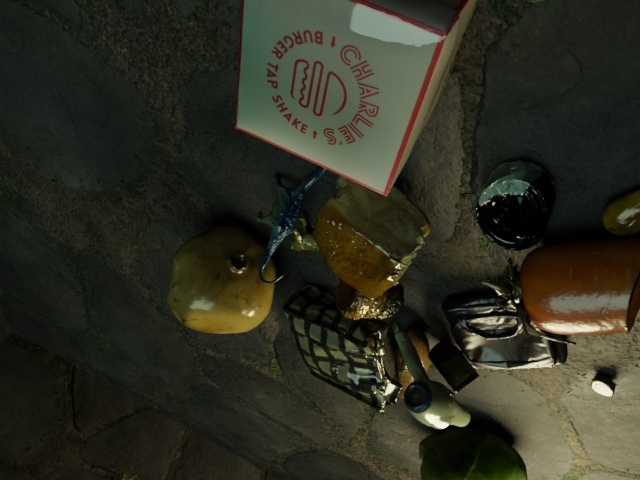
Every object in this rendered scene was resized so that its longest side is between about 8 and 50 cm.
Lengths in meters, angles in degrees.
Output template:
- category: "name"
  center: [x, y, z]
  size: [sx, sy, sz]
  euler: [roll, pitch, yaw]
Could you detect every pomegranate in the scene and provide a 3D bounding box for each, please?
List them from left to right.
- category: "pomegranate"
  center: [-0.287, 0.126, 1.590]
  size: [0.332, 0.333, 0.333]
  euler: [18, 138, 17]

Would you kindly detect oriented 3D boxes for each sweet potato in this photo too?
- category: "sweet potato"
  center: [0.277, 0.400, 1.657]
  size: [0.109, 0.109, 0.385]
  euler: [17, 137, 18]

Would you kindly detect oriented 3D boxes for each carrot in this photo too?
- category: "carrot"
  center: [0.524, 0.105, 1.125]
  size: [0.331, 0.193, 0.215]
  euler: [-2, 88, 37]

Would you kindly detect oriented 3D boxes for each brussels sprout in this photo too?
- category: "brussels sprout"
  center: [0.476, 0.753, 1.752]
  size: [0.281, 0.289, 0.354]
  euler: [40, 164, -25]

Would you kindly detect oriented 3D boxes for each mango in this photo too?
- category: "mango"
  center: [0.598, -0.056, 1.032]
  size: [0.079, 0.057, 0.114]
  euler: [37, 132, 1]

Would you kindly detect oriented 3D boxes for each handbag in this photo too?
- category: "handbag"
  center: [0.070, 0.323, 1.623]
  size: [0.327, 0.162, 0.325]
  euler: [21, 141, 42]
- category: "handbag"
  center: [0.470, 0.234, 1.385]
  size: [0.275, 0.088, 0.244]
  euler: [-9, 121, 40]

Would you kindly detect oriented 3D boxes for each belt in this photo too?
- category: "belt"
  center: [0.403, -0.074, 1.119]
  size: [0.151, 0.078, 0.198]
  euler: [18, 140, 24]

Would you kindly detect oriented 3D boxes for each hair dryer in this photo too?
- category: "hair dryer"
  center: [0.308, 0.396, 1.458]
  size: [0.119, 0.298, 0.296]
  euler: [-34, 119, 18]

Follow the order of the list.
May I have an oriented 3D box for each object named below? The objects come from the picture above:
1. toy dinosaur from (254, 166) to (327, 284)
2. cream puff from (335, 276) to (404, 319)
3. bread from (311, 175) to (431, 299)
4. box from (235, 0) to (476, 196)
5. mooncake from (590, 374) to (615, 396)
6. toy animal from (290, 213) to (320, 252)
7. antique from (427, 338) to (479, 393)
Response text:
- category: "toy dinosaur"
  center: [-0.095, -0.070, 1.383]
  size: [0.076, 0.363, 0.147]
  euler: [16, -162, -41]
- category: "cream puff"
  center: [0.147, 0.140, 1.459]
  size: [0.168, 0.184, 0.183]
  euler: [15, 144, -19]
- category: "bread"
  center: [0.107, -0.013, 1.260]
  size: [0.250, 0.225, 0.279]
  euler: [36, 151, 5]
- category: "box"
  center: [0.064, -0.324, 0.914]
  size: [0.312, 0.300, 0.314]
  euler: [25, 140, 9]
- category: "mooncake"
  center: [0.863, 0.428, 1.342]
  size: [0.346, 0.057, 0.150]
  euler: [29, 153, 0]
- category: "toy animal"
  center: [0.000, 0.000, 1.473]
  size: [0.181, 0.073, 0.136]
  euler: [8, 144, 9]
- category: "antique"
  center: [0.355, 0.338, 1.475]
  size: [0.081, 0.080, 0.221]
  euler: [54, 180, 2]
